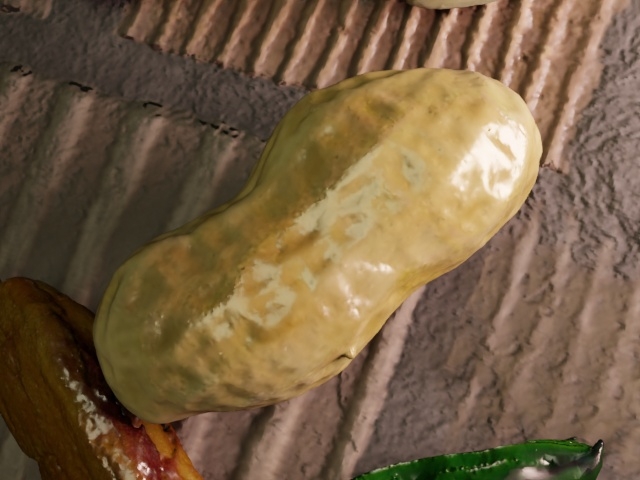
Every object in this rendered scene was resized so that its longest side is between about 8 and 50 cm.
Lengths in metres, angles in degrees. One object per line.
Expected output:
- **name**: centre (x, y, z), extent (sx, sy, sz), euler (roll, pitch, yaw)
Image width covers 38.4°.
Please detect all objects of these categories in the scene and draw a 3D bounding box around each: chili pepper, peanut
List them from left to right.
- **peanut**: centre (0.000, 0.000, 0.578), extent (0.313, 0.149, 0.149), euler (-41, 75, -7)
- **chili pepper**: centre (0.079, 0.183, 0.581), extent (0.224, 0.061, 0.098), euler (-20, 69, 6)

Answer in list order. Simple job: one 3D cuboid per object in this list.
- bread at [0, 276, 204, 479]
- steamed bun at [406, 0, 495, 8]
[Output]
- **bread**: centre (-0.142, 0.134, 0.607), extent (0.344, 0.084, 0.124), euler (53, 131, 19)
- **steamed bun**: centre (0.116, -0.310, 0.602), extent (0.290, 0.273, 0.272), euler (-41, 91, 3)
